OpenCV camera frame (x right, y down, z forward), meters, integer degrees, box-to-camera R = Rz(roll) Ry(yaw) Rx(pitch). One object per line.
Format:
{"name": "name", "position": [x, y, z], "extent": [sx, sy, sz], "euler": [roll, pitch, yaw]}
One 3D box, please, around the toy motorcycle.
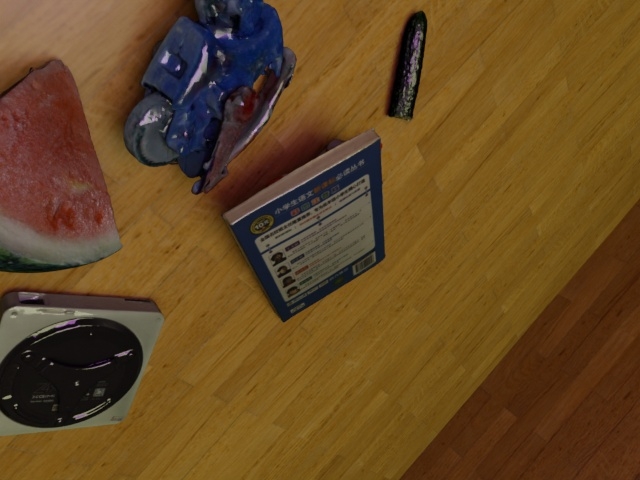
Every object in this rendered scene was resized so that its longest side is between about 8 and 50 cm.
{"name": "toy motorcycle", "position": [-0.165, -0.243, 0.737], "extent": [0.181, 0.241, 0.319], "euler": [33, 102, -4]}

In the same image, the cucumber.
{"name": "cucumber", "position": [0.184, -0.354, 0.989], "extent": [0.058, 0.052, 0.215], "euler": [-36, 139, -57]}

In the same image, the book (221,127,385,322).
{"name": "book", "position": [0.000, 0.000, 0.965], "extent": [0.299, 0.039, 0.428], "euler": [-31, 149, -11]}

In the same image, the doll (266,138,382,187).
{"name": "doll", "position": [-0.004, -0.095, 0.960], "extent": [0.336, 0.105, 0.200], "euler": [-38, 148, -12]}

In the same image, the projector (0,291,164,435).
{"name": "projector", "position": [-0.433, 0.222, 0.840], "extent": [0.257, 0.079, 0.259], "euler": [11, 110, -42]}

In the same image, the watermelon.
{"name": "watermelon", "position": [-0.371, -0.070, 0.601], "extent": [0.283, 0.250, 0.293], "euler": [16, 108, -47]}
